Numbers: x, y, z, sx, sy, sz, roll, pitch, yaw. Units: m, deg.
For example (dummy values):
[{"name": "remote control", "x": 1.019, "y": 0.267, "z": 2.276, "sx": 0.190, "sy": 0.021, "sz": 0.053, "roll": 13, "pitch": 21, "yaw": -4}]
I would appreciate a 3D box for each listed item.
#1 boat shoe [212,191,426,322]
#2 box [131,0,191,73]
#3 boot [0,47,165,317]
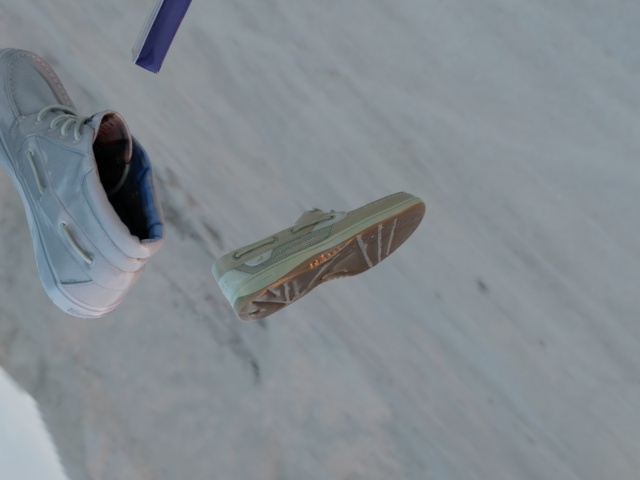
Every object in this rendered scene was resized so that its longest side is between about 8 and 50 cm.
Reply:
[{"name": "boat shoe", "x": 0.000, "y": 0.000, "z": 1.860, "sx": 0.098, "sy": 0.302, "sz": 0.109, "roll": 55, "pitch": 165, "yaw": 27}, {"name": "box", "x": -0.173, "y": -0.262, "z": 1.575, "sx": 0.036, "sy": 0.136, "sz": 0.225, "roll": 25, "pitch": -173, "yaw": -11}, {"name": "boot", "x": -0.193, "y": -0.075, "z": 1.115, "sx": 0.095, "sy": 0.123, "sz": 0.258, "roll": -4, "pitch": -119, "yaw": -44}]
